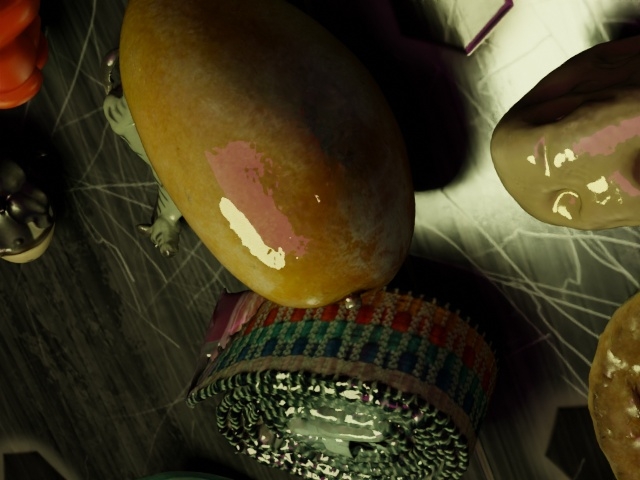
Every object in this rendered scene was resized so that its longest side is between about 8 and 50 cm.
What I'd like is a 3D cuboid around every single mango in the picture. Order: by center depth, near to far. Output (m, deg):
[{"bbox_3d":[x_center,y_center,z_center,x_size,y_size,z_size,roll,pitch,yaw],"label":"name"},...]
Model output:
[{"bbox_3d":[-0.053,-0.109,1.133,0.384,0.222,0.199,60,157,14],"label":"mango"}]

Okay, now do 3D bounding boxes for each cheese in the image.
[{"bbox_3d":[0.252,-0.086,0.965,0.235,0.218,0.117,-26,107,-3],"label":"cheese"}]

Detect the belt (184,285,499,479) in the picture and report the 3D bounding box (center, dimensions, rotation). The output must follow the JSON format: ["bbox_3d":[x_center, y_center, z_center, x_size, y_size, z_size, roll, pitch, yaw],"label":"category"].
[{"bbox_3d":[0.033,0.141,1.258,0.295,0.160,0.206,-3,135,33],"label":"belt"}]

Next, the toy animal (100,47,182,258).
[{"bbox_3d":[-0.171,-0.096,1.293,0.176,0.073,0.216,-22,100,51],"label":"toy animal"}]

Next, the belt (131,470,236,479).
[{"bbox_3d":[-0.083,0.453,1.402,0.437,0.300,0.173,28,127,12],"label":"belt"}]

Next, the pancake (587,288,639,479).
[{"bbox_3d":[0.365,0.198,1.084,0.356,0.065,0.356,47,152,35],"label":"pancake"}]

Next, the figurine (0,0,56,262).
[{"bbox_3d":[-0.420,-0.129,1.330,0.306,0.241,0.411,23,136,26],"label":"figurine"}]
